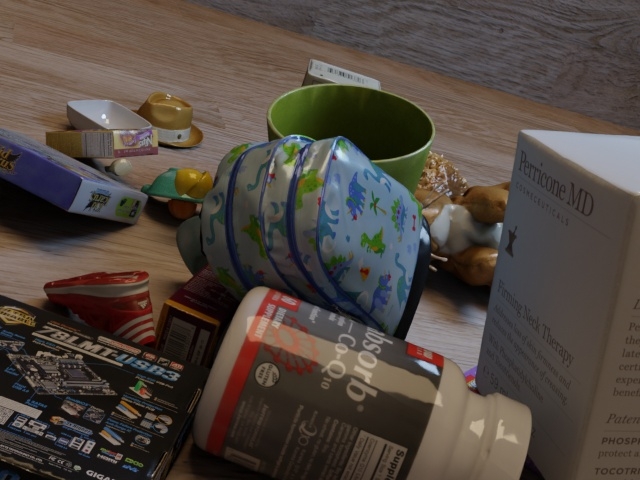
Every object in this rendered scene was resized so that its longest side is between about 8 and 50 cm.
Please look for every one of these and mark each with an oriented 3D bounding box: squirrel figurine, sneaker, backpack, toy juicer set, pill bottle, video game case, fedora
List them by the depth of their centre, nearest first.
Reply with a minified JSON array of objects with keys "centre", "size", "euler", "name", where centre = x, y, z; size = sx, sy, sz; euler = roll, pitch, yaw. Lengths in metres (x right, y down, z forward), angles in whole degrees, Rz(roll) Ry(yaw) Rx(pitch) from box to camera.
[{"centre":[0.049,0.210,1.193],"size":[0.362,0.210,0.210],"euler":[21,22,2],"name":"pill bottle"},{"centre":[-0.293,0.110,1.322],"size":[0.087,0.128,0.221],"euler":[-13,5,-37],"name":"sneaker"},{"centre":[0.000,0.000,1.356],"size":[0.355,0.290,0.273],"euler":[32,-25,-31],"name":"backpack"},{"centre":[-0.449,-0.114,1.621],"size":[0.269,0.061,0.244],"euler":[26,2,14],"name":"video game case"},{"centre":[-0.246,-0.082,1.745],"size":[0.328,0.090,0.209],"euler":[9,1,3],"name":"toy juicer set"},{"centre":[0.253,-0.024,1.931],"size":[0.370,0.281,0.397],"euler":[3,12,-14],"name":"squirrel figurine"},{"centre":[-0.334,-0.268,2.149],"size":[0.194,0.079,0.194],"euler":[17,23,-7],"name":"fedora"}]

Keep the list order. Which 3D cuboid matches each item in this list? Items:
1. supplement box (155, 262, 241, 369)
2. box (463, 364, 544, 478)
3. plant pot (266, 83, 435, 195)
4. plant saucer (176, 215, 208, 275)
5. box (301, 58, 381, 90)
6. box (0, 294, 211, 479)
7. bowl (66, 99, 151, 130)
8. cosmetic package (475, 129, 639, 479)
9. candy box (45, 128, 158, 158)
[{"centre":[-0.158,0.110,1.388],"size":[0.080,0.104,0.188],"euler":[23,22,7],"name":"supplement box"},{"centre":[0.340,0.252,1.548],"size":[0.201,0.057,0.293],"euler":[32,25,27],"name":"box"},{"centre":[0.036,-0.075,1.699],"size":[0.274,0.294,0.275],"euler":[4,34,-3],"name":"plant pot"},{"centre":[-0.137,0.042,1.505],"size":[0.194,0.195,0.037],"euler":[22,53,5],"name":"plant saucer"},{"centre":[-0.002,-0.164,1.881],"size":[0.147,0.311,0.121],"euler":[18,22,-6],"name":"box"},{"centre":[-0.300,0.190,1.124],"size":[0.295,0.073,0.293],"euler":[20,21,0],"name":"box"},{"centre":[-0.429,-0.232,2.019],"size":[0.142,0.053,0.142],"euler":[30,24,25],"name":"bowl"},{"centre":[0.431,0.088,1.301],"size":[0.327,0.394,0.329],"euler":[2,18,-13],"name":"cosmetic package"},{"centre":[-0.399,-0.177,1.823],"size":[0.186,0.053,0.109],"euler":[5,10,36],"name":"candy box"}]
